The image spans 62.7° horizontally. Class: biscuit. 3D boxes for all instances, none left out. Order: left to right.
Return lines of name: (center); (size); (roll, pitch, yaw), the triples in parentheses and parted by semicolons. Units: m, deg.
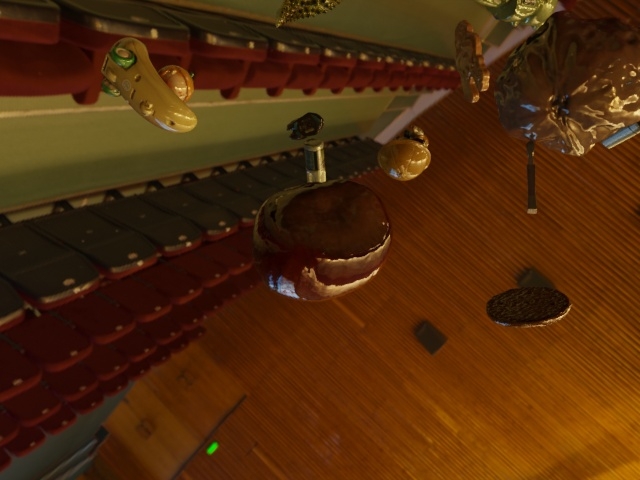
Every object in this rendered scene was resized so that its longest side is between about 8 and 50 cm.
biscuit: (0.440, -0.535, 1.553); (0.040, 0.237, 0.144); (-11, 170, -15)
biscuit: (0.484, 0.156, 1.226); (0.187, 0.027, 0.188); (-12, -165, 3)

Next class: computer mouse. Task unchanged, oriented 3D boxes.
computer mouse: (-0.051, -0.389, 1.798); (0.134, 0.079, 0.047); (-20, -171, 11)

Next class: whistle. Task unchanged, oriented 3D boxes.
whistle: (0.386, -0.478, 1.038); (0.227, 0.085, 0.105); (-8, 119, -29)

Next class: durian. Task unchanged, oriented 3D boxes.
durian: (-0.009, -0.779, 1.553); (0.356, 0.169, 0.158); (-57, 138, -31)

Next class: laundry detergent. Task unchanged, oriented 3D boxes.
laundry detergent: (-0.018, -0.241, 1.860); (0.070, 0.099, 0.226); (-11, 118, -14)

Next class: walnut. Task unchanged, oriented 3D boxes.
walnut: (0.439, -0.273, 0.916); (0.273, 0.227, 0.273); (-42, 180, 0)

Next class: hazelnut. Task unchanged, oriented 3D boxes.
hazelnut: (0.000, 0.000, 1.486); (0.409, 0.359, 0.359); (-13, 150, -34)

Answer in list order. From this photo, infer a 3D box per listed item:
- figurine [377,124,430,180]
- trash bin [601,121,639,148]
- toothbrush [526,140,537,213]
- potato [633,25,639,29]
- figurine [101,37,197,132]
figurine: (0.326, -0.321, 1.943); (0.257, 0.167, 0.192); (-44, 178, -46)
trash bin: (0.933, -0.349, 1.590); (0.116, 0.059, 0.130); (-41, 179, -23)
toothbrush: (0.345, -0.108, 0.860); (0.194, 0.014, 0.017); (-67, 152, -46)
potato: (0.721, -0.442, 1.180); (0.188, 0.105, 0.085); (-19, 132, -30)
figurine: (-0.446, -0.422, 1.431); (0.124, 0.324, 0.222); (-50, 171, 36)
